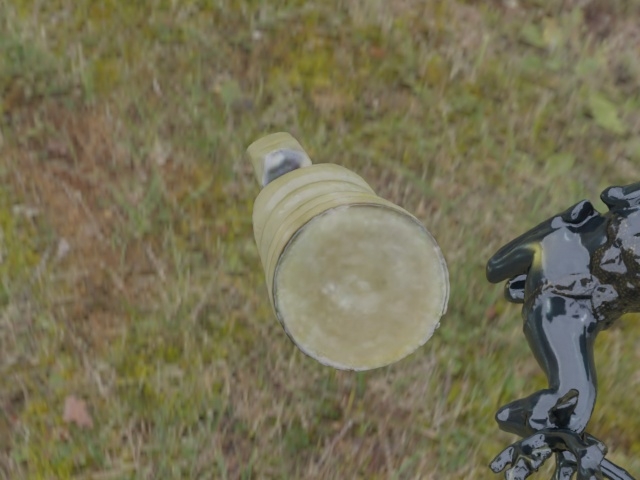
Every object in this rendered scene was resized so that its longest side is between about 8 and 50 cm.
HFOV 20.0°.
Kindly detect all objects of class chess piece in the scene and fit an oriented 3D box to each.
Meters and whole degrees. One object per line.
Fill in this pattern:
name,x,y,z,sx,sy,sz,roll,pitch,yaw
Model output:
chess piece,0.000,0.000,0.975,0.090,0.200,0.090,-3,104,-12

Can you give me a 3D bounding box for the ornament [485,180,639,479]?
ornament,0.192,0.079,1.095,0.202,0.080,0.236,-23,43,30
